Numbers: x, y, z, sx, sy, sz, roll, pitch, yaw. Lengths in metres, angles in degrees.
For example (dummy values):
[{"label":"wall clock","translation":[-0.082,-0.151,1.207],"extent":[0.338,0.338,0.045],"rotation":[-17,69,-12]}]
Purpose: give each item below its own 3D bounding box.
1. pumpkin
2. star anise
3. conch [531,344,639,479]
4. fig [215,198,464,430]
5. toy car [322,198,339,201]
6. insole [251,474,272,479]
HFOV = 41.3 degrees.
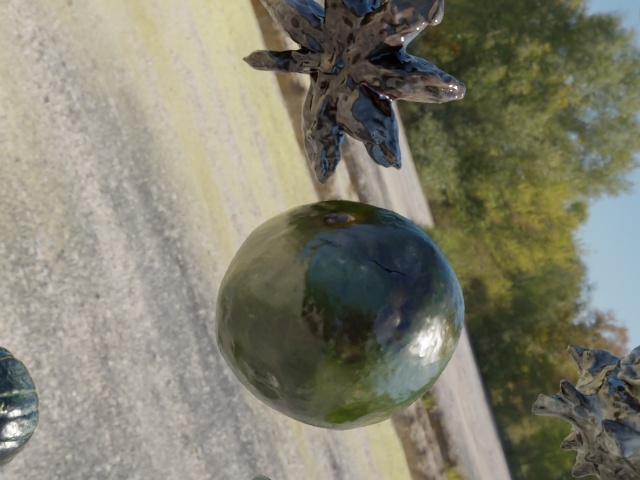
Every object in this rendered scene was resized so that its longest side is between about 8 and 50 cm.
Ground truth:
[{"label":"pumpkin","translation":[-0.567,0.272,1.382],"extent":[0.162,0.220,0.221],"rotation":[6,67,-63]},{"label":"star anise","translation":[0.035,-0.165,0.755],"extent":[0.212,0.197,0.073],"rotation":[59,23,-1]},{"label":"conch","translation":[0.367,0.155,0.815],"extent":[0.240,0.313,0.186],"rotation":[142,-52,-70]},{"label":"fig","translation":[0.024,0.082,0.693],"extent":[0.195,0.195,0.245],"rotation":[-93,169,-53]},{"label":"toy car","translation":[0.000,0.000,1.193],"extent":[0.142,0.055,0.069],"rotation":[-46,118,-33]},{"label":"insole","translation":[-0.063,0.443,1.363],"extent":[0.153,0.053,0.002],"rotation":[56,10,16]}]
